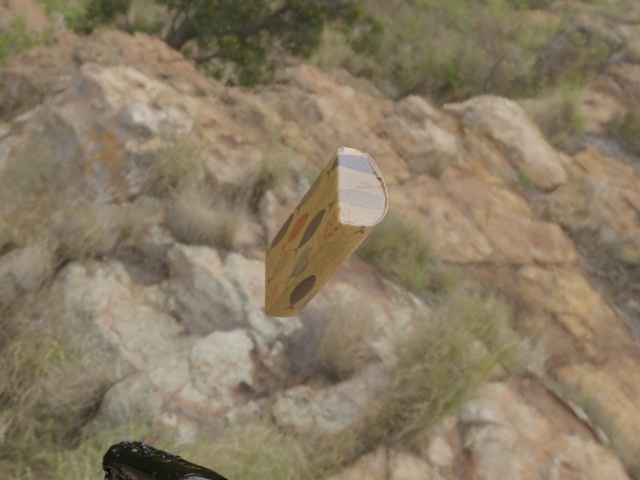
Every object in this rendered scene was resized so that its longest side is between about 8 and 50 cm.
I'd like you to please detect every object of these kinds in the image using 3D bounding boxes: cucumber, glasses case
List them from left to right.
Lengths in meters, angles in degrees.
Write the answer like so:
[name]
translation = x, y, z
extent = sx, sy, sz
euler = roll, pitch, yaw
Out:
[cucumber]
translation = -0.074, 0.149, 0.593
extent = 0.043, 0.163, 0.039
euler = -54, 124, -28
[glasses case]
translation = 0.000, 0.000, 0.792
extent = 0.041, 0.170, 0.064
euler = 9, 61, -19
